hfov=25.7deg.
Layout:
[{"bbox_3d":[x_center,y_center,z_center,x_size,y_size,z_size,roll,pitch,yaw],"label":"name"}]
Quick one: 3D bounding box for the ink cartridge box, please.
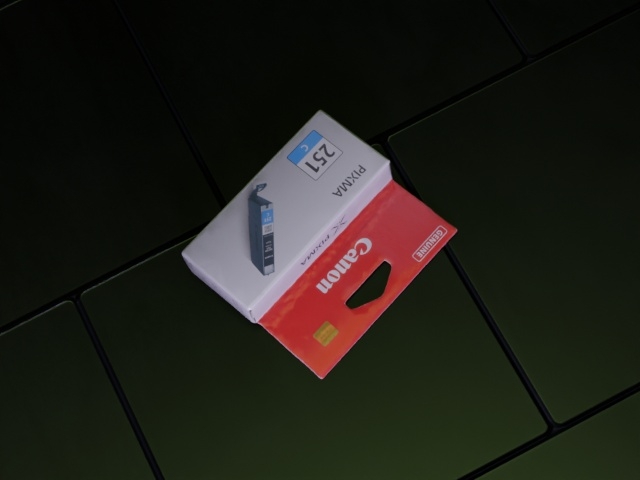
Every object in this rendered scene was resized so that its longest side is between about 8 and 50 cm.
[{"bbox_3d":[0.000,0.000,1.974,0.261,0.066,0.296,39,78,20],"label":"ink cartridge box"}]
